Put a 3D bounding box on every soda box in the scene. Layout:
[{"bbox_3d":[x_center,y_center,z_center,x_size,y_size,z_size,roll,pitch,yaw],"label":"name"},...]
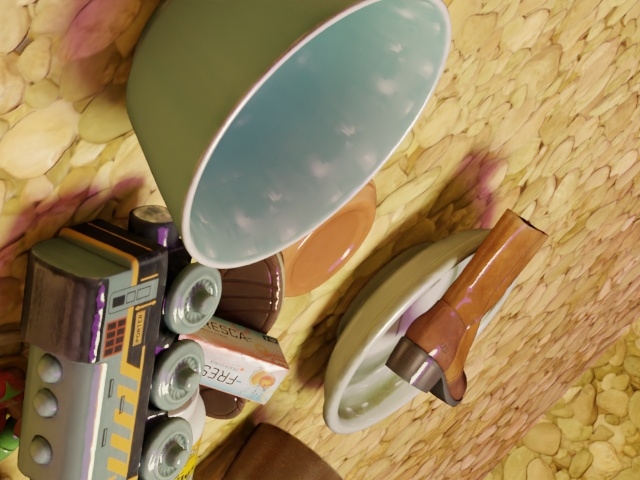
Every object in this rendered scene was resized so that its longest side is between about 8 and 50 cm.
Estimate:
[{"bbox_3d":[-0.128,0.123,1.659,0.183,0.063,0.058,23,115,-31],"label":"soda box"}]

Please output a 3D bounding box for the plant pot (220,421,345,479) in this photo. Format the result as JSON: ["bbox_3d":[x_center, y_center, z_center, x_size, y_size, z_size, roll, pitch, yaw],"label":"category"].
[{"bbox_3d":[-0.086,0.420,2.127,0.230,0.215,0.215,-47,160,-21],"label":"plant pot"}]

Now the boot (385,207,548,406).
[{"bbox_3d":[0.219,0.090,2.092,0.280,0.096,0.264,-54,151,1],"label":"boot"}]

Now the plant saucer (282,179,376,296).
[{"bbox_3d":[0.000,0.000,1.824,0.200,0.037,0.200,-38,158,-18],"label":"plant saucer"}]

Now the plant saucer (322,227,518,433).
[{"bbox_3d":[0.131,0.111,2.174,0.400,0.100,0.400,-37,157,-19],"label":"plant saucer"}]

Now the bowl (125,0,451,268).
[{"bbox_3d":[-0.050,-0.141,1.310,0.311,0.163,0.311,-38,156,-20],"label":"bowl"}]

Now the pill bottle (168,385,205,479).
[{"bbox_3d":[-0.199,0.228,1.757,0.118,0.117,0.208,-31,154,-32],"label":"pill bottle"}]

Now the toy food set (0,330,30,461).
[{"bbox_3d":[-0.332,0.189,1.508,0.218,0.071,0.128,-51,158,12],"label":"toy food set"}]

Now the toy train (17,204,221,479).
[{"bbox_3d":[-0.212,0.129,1.455,0.190,0.142,0.334,-17,125,-52],"label":"toy train"}]

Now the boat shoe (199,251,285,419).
[{"bbox_3d":[-0.102,0.089,1.762,0.095,0.095,0.257,-78,-173,-57],"label":"boat shoe"}]
